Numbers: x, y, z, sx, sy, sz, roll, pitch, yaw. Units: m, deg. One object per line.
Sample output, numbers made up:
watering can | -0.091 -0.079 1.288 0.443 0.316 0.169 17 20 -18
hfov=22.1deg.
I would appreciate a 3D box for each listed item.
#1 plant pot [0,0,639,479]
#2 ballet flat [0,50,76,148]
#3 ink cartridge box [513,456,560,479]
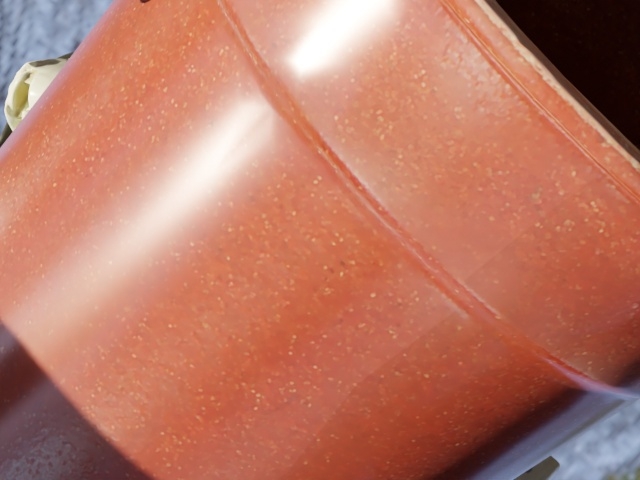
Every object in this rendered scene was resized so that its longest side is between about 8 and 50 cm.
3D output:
plant pot | 0.000 0.000 0.596 0.272 0.265 0.272 39 -157 -20
ballet flat | -0.135 -0.027 0.850 0.095 0.096 0.280 11 -126 9
ink cartridge box | 0.003 0.228 0.914 0.060 0.275 0.239 43 -118 13
